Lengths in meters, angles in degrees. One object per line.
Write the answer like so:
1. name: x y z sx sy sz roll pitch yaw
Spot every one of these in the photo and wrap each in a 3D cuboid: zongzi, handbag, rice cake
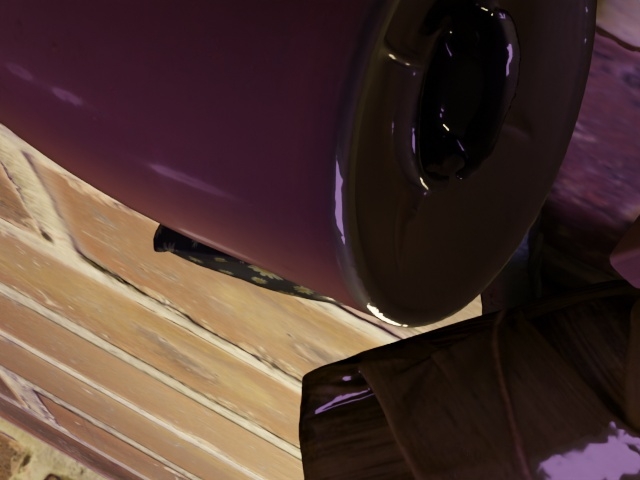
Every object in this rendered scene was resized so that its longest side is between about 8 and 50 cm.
1. zongzi: 0.172 0.091 0.743 0.300 0.145 0.274 -25 157 28
2. handbag: 0.000 0.000 0.834 0.139 0.072 0.115 28 166 -37
3. rice cake: 0.088 0.011 0.752 0.033 0.033 0.208 16 160 14

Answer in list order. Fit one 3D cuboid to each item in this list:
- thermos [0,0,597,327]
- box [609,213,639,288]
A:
1. thermos: -0.055 -0.093 0.541 0.265 0.146 0.176 22 119 30
2. box: 0.147 -0.009 0.571 0.025 0.048 0.115 41 161 -7
